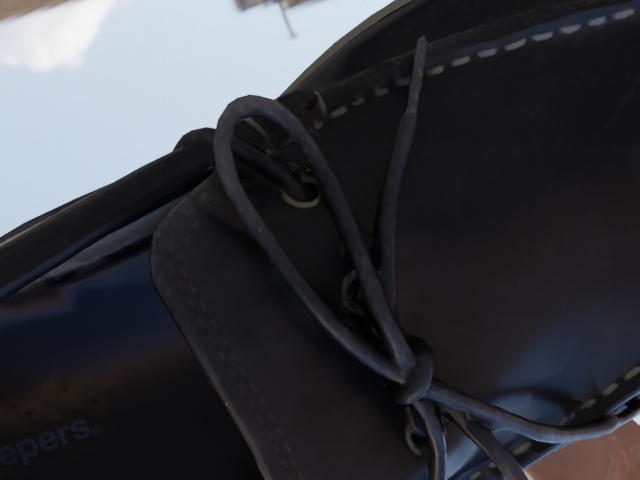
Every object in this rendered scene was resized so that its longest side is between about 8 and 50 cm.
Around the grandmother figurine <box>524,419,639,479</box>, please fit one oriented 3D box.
[{"bbox_3d":[0.134,0.102,1.007,0.104,0.342,0.208,-43,170,37],"label":"grandmother figurine"}]

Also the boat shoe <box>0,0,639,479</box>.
[{"bbox_3d":[0.000,0.034,0.518,0.500,0.187,0.156,-24,-165,0],"label":"boat shoe"}]
